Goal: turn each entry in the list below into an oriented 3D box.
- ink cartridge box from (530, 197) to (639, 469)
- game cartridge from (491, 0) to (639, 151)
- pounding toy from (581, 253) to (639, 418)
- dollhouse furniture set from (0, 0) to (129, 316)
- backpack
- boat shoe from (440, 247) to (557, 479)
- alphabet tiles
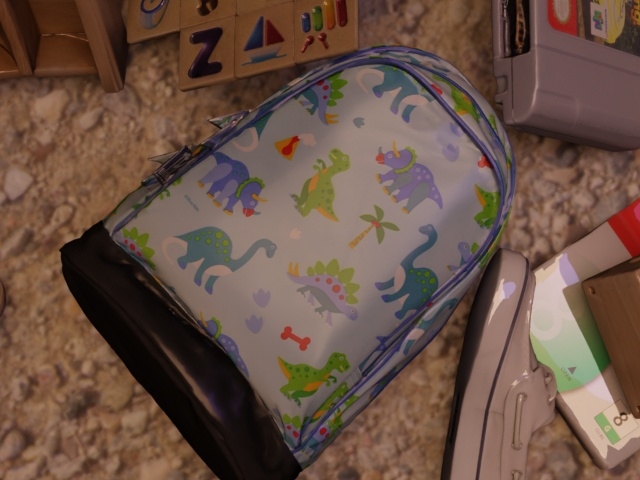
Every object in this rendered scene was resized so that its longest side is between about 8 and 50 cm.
[{"bbox_3d":[0.288,0.066,1.335,0.224,0.056,0.181,-34,86,-2],"label":"ink cartridge box"},{"bbox_3d":[0.226,-0.230,1.305,0.060,0.196,0.294,-8,79,43],"label":"game cartridge"},{"bbox_3d":[0.345,0.095,1.284,0.181,0.094,0.206,-23,92,-25],"label":"pounding toy"},{"bbox_3d":[-0.307,-0.064,1.183,0.256,0.362,0.394,-3,55,5],"label":"dollhouse furniture set"},{"bbox_3d":[0.000,0.000,1.255,0.355,0.273,0.290,-36,80,-18],"label":"backpack"},{"bbox_3d":[0.160,0.132,1.287,0.084,0.095,0.258,8,111,-2],"label":"boat shoe"},{"bbox_3d":[-0.044,-0.300,1.289,0.285,0.011,0.343,-10,69,28],"label":"alphabet tiles"}]
